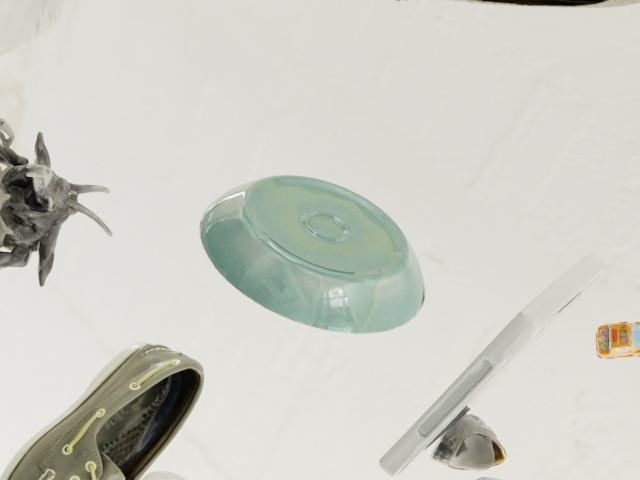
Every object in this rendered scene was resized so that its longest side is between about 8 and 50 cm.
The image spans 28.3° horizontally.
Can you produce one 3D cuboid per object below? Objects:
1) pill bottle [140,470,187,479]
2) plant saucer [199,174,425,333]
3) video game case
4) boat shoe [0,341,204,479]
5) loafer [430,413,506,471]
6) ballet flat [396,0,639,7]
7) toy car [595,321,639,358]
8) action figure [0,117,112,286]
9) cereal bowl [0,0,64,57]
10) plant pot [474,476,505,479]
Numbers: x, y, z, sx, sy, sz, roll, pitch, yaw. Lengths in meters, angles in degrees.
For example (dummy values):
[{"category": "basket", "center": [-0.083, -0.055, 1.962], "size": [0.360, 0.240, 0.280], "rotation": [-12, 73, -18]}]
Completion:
[{"category": "pill bottle", "center": [-0.254, 0.441, 1.829], "size": [0.121, 0.221, 0.121], "rotation": [8, -58, 13]}, {"category": "plant saucer", "center": [0.000, 0.000, 0.634], "size": [0.119, 0.119, 0.021], "rotation": [50, -48, 38]}, {"category": "video game case", "center": [0.146, 0.100, 1.050], "size": [0.023, 0.201, 0.183], "rotation": [45, -62, 11]}, {"category": "boat shoe", "center": [-0.239, 0.232, 1.354], "size": [0.091, 0.305, 0.109], "rotation": [5, -43, 45]}, {"category": "loafer", "center": [0.173, 0.235, 1.451], "size": [0.061, 0.170, 0.062], "rotation": [35, -78, 19]}, {"category": "ballet flat", "center": [0.149, -0.198, 0.927], "size": [0.084, 0.250, 0.058], "rotation": [91, 4, -46]}, {"category": "toy car", "center": [0.307, 0.061, 1.256], "size": [0.060, 0.040, 0.122], "rotation": [13, -99, 30]}, {"category": "action figure", "center": [-0.322, -0.041, 1.116], "size": [0.141, 0.276, 0.164], "rotation": [114, -29, -65]}, {"category": "cereal bowl", "center": [-0.285, -0.160, 0.559], "size": [0.339, 0.339, 0.141], "rotation": [28, -55, 48]}, {"category": "plant pot", "center": [0.206, 0.345, 1.006], "size": [0.196, 0.290, 0.290], "rotation": [3, -84, 26]}]
